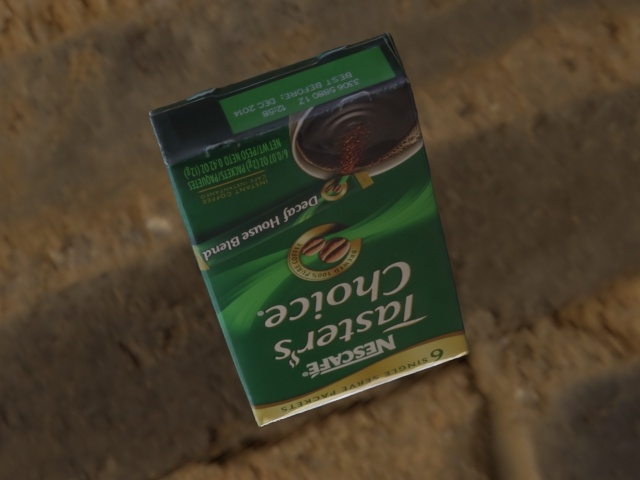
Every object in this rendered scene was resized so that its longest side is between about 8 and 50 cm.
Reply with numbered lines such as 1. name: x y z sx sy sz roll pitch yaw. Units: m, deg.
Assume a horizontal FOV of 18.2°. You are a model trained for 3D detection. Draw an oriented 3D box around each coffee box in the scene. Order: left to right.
1. coffee box: 0.000 0.000 0.896 0.113 0.040 0.184 -18 -44 -4
